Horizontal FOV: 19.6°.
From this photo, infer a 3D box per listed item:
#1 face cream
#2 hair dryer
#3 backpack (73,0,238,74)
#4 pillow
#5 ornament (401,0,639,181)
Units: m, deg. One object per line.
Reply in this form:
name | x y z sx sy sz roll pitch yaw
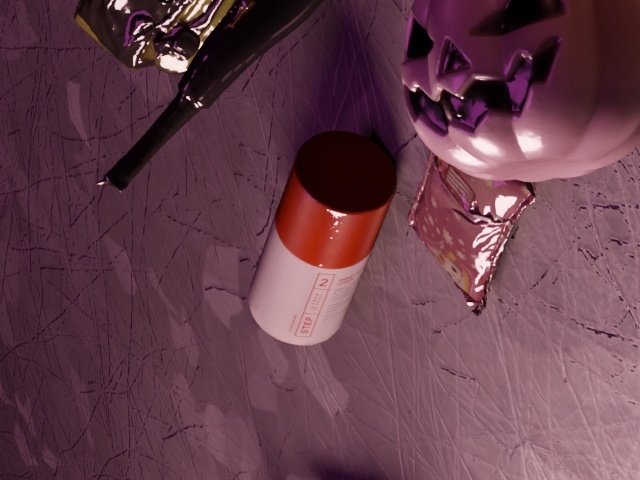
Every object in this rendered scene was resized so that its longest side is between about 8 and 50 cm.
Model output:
face cream | 0.000 0.000 1.692 0.096 0.096 0.214 59 151 26
hair dryer | -0.037 -0.172 1.214 0.120 0.359 0.303 42 -177 24
backpack | -0.095 -0.260 1.599 0.140 0.207 0.253 45 141 5
pillow | 0.121 -0.032 1.493 0.118 0.043 0.185 52 152 23
ornament | 0.142 -0.125 1.240 0.177 0.177 0.177 43 142 46
